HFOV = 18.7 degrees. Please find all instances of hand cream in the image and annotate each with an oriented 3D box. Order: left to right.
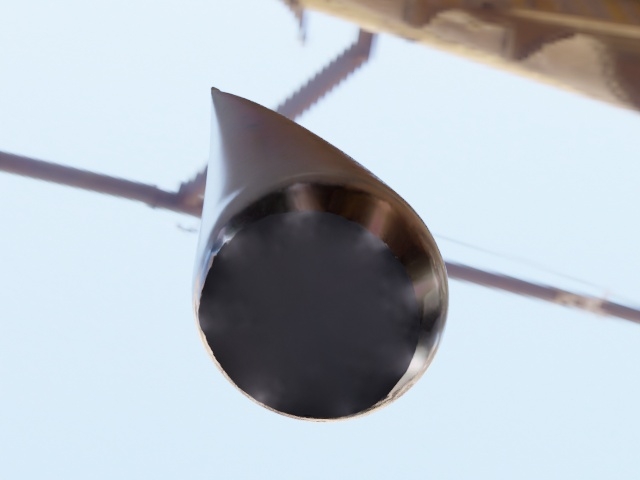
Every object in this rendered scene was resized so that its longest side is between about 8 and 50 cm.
[{"bbox_3d":[0.000,0.000,1.049,0.118,0.359,0.185,-44,-82,7],"label":"hand cream"}]
